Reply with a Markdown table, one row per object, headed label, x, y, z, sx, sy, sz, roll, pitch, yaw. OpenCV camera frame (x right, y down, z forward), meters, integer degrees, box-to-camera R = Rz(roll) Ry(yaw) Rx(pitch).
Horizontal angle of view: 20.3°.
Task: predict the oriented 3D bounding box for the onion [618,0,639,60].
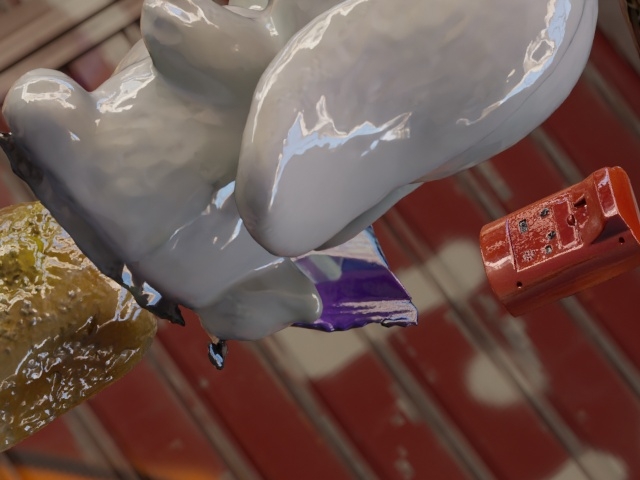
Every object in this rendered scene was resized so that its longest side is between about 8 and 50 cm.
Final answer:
| label | x | y | z | sx | sy | sz | roll | pitch | yaw |
| --- | --- | --- | --- | --- | --- | --- | --- | --- | --- |
| onion | 0.312 | -0.141 | 1.058 | 0.314 | 0.232 | 0.314 | 157 | -90 | -80 |

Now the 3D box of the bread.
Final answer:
| label | x | y | z | sx | sy | sz | roll | pitch | yaw |
| --- | --- | --- | --- | --- | --- | --- | --- | --- | --- |
| bread | -0.299 | 0.072 | 1.712 | 0.195 | 0.246 | 0.176 | 36 | -27 | 49 |

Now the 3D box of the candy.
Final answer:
| label | x | y | z | sx | sy | sz | roll | pitch | yaw |
| --- | --- | --- | --- | --- | --- | --- | --- | --- | --- |
| candy | 0.000 | 0.000 | 1.772 | 0.275 | 0.145 | 0.070 | -106 | -158 | -51 |

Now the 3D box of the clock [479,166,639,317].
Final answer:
| label | x | y | z | sx | sy | sz | roll | pitch | yaw |
| --- | --- | --- | --- | --- | --- | --- | --- | --- | --- |
| clock | 0.233 | -0.004 | 1.743 | 0.061 | 0.155 | 0.113 | 47 | 25 | -40 |

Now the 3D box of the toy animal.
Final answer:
| label | x | y | z | sx | sy | sz | roll | pitch | yaw |
| --- | --- | --- | --- | --- | --- | --- | --- | --- | --- |
| toy animal | -0.004 | -0.067 | 0.870 | 0.289 | 0.249 | 0.174 | -35 | -88 | 30 |
